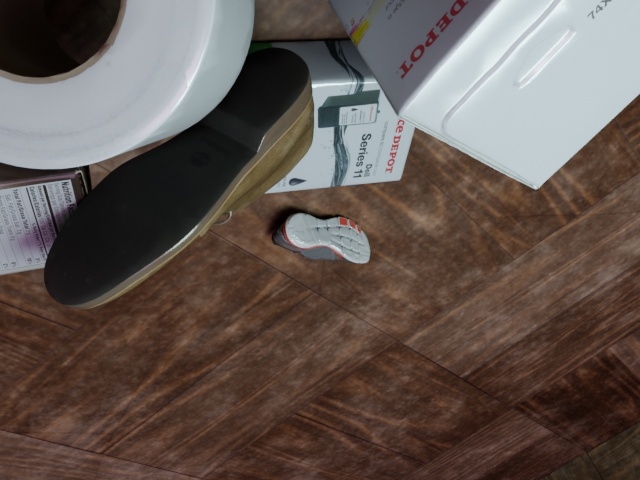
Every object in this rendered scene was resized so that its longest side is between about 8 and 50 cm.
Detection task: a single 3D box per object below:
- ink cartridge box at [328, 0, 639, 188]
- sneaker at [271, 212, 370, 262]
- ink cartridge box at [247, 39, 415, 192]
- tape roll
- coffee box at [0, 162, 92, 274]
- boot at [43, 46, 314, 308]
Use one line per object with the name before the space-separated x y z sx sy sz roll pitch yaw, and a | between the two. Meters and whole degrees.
ink cartridge box | 0.147 -0.225 0.648 0.197 0.270 0.198 20 125 -38
sneaker | 0.000 0.000 1.004 0.158 0.061 0.065 18 152 -36
ink cartridge box | 0.000 -0.140 0.814 0.208 0.087 0.153 -8 137 -17
tape roll | -0.181 -0.184 0.538 0.246 0.169 0.246 1 103 3
coffee box | -0.372 -0.053 0.682 0.297 0.168 0.119 -11 138 -14
boot | -0.113 -0.038 0.672 0.305 0.112 0.115 -44 154 -14
